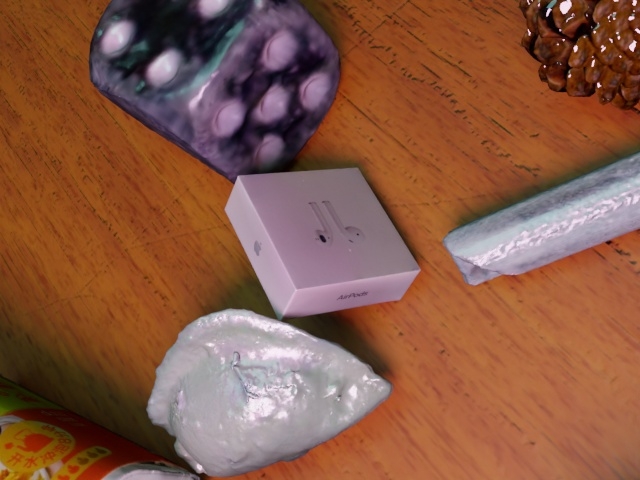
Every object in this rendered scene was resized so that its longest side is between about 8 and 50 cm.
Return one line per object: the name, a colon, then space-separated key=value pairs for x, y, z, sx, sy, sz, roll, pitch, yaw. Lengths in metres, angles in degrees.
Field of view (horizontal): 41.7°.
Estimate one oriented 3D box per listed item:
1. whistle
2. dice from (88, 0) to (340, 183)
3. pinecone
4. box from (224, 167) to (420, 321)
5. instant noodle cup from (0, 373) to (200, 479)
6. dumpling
whistle: x=0.252 y=-0.039 z=0.680 sx=0.312 sy=0.062 sz=0.062 roll=-24 pitch=61 yaw=17
dice: x=-0.104 y=-0.174 z=0.843 sx=0.182 sy=0.181 sz=0.183 roll=35 pitch=88 yaw=31
pinecone: x=0.238 y=-0.198 z=0.698 sx=0.174 sy=0.173 sz=0.173 roll=-10 pitch=66 yaw=23
box: x=0.000 y=0.000 z=0.754 sx=0.129 sy=0.130 sz=0.051 roll=61 pitch=142 yaw=31
instant noodle cup: x=-0.290 y=0.246 z=0.737 sx=0.308 sy=0.294 sz=0.293 roll=13 pitch=77 yaw=23
dumpling: x=-0.051 y=0.132 z=0.713 sx=0.217 sy=0.149 sz=0.104 roll=-19 pitch=59 yaw=15
